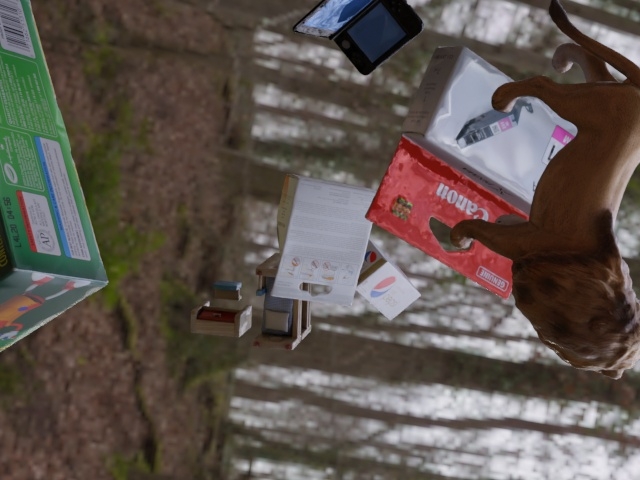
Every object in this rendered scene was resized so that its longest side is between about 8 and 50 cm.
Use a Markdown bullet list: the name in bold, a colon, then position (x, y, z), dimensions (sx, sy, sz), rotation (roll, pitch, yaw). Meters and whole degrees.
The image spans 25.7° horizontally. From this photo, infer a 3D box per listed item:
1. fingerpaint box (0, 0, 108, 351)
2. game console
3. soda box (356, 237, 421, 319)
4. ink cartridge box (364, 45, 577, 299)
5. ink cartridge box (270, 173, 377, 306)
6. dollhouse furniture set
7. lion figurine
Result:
- **fingerpaint box**: position (-0.503, -0.069, 1.793), dimensions (0.371, 0.163, 0.444), rotation (-30, -114, 29)
- **game console**: position (0.047, -0.264, 1.745), dimensions (0.122, 0.107, 0.071), rotation (-35, -174, 42)
- **soda box**: position (0.096, 0.064, 2.358), dimensions (0.074, 0.216, 0.069), rotation (-40, -116, 3)
- **ink cartridge box**: position (0.211, -0.080, 1.789), dimensions (0.060, 0.275, 0.238), rotation (10, -106, 55)
- **ink cartridge box**: position (0.000, 0.000, 2.086), dimensions (0.045, 0.145, 0.179), rotation (31, -71, 58)
- **dollhouse furniture set**: position (-0.117, 0.092, 2.250), dimensions (0.129, 0.184, 0.129), rotation (-40, 133, -73)
- **lion figurine**: position (0.291, -0.061, 1.550), dimensions (0.240, 0.142, 0.392), rotation (22, -75, 46)
